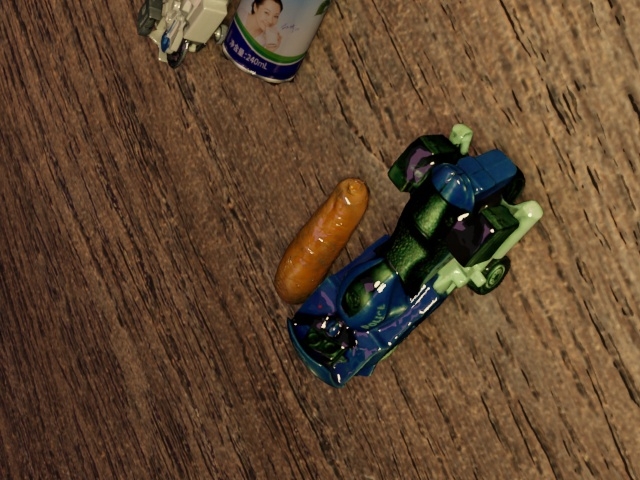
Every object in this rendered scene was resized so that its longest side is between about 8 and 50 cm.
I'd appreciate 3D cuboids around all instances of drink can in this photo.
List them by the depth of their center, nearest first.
[{"bbox_3d":[-0.024,-0.290,1.096,0.097,0.097,0.235,47,126,24],"label":"drink can"}]

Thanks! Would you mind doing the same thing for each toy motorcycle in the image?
[{"bbox_3d":[0.079,0.039,1.012,0.125,0.196,0.331,51,130,21],"label":"toy motorcycle"},{"bbox_3d":[-0.144,-0.306,1.195,0.221,0.102,0.150,-40,51,49],"label":"toy motorcycle"}]

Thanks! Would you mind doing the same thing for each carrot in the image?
[{"bbox_3d":[0.000,0.000,1.172,0.060,0.060,0.186,47,125,24],"label":"carrot"}]
